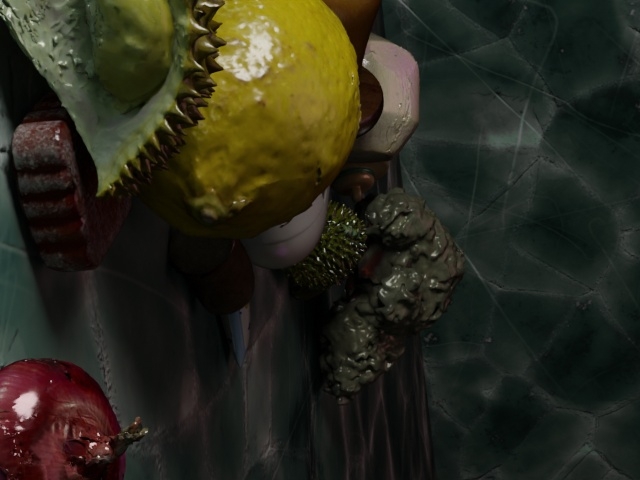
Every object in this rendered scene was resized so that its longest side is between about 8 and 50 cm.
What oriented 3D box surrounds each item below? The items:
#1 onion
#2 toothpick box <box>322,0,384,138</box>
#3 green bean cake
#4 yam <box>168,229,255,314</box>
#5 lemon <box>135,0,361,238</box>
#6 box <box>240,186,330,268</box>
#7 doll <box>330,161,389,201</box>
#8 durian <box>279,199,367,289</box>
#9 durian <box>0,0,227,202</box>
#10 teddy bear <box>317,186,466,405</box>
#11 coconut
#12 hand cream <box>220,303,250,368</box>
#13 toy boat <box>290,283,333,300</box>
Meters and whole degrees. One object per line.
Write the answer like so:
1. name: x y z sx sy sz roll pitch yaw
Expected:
1. onion: -0.178 0.152 0.930 0.150 0.140 0.150 51 29 -44
2. toothpick box: 0.004 -0.273 1.811 0.192 0.192 0.294 -83 178 -46
3. green bean cake: -0.209 -0.055 1.062 0.135 0.056 0.135 -77 160 -60
4. yam: -0.122 0.028 1.446 0.127 0.084 0.084 68 21 -65
5. lemon: -0.087 -0.134 1.215 0.310 0.253 0.253 -84 166 -47
6. box: -0.071 -0.157 1.603 0.288 0.141 0.349 -85 166 -45
7. doll: 0.033 -0.222 2.265 0.208 0.144 0.271 -120 -157 -64
8. durian: 0.007 0.001 1.941 0.221 0.095 0.137 10 66 -45
9. durian: -0.175 -0.199 1.004 0.306 0.166 0.172 62 -5 -18
10. teddy bear: 0.091 0.102 2.184 0.367 0.224 0.357 -56 -175 -1
11. coconut: 0.056 -0.246 2.095 0.227 0.227 0.230 36 55 -76
12. hand cream: -0.109 0.076 1.586 0.065 0.043 0.170 -84 168 -55
13. toy boat: -0.019 0.013 2.062 0.075 0.077 0.185 66 14 -60
